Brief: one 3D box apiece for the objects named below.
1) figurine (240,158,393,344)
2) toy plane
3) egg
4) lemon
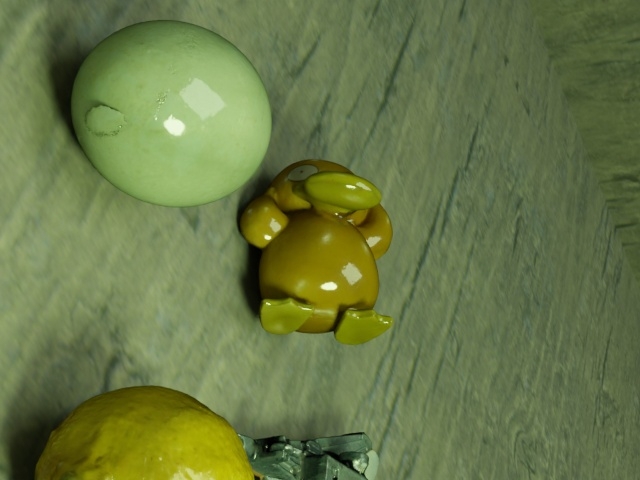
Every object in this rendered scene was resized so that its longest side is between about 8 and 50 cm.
[{"bbox_3d":[-0.003,0.009,1.834,0.215,0.215,0.228,23,74,-62],"label":"figurine"},{"bbox_3d":[-0.018,0.274,1.743,0.316,0.103,0.204,46,41,-51],"label":"toy plane"},{"bbox_3d":[-0.148,-0.127,1.527,0.253,0.186,0.187,12,69,-62],"label":"egg"},{"bbox_3d":[-0.159,0.225,1.357,0.256,0.188,0.188,19,63,-58],"label":"lemon"}]
